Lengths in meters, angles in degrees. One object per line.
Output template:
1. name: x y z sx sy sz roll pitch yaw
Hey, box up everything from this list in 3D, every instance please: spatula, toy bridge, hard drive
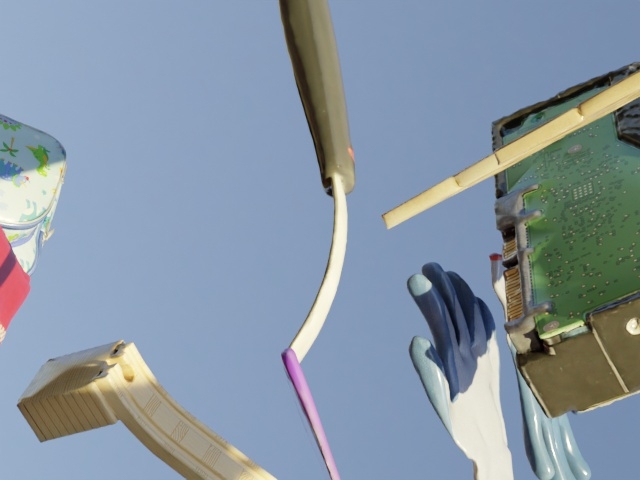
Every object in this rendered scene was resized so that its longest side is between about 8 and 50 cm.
1. spatula: 0.000 0.000 0.766 0.084 0.030 0.296 77 9 -62
2. toy bridge: -0.020 0.112 0.600 0.063 0.026 0.188 -17 -68 29
3. hard drive: 0.259 -0.047 1.048 0.064 0.339 0.237 60 17 -29

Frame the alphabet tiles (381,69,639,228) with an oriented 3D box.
1. alphabet tiles: 0.141 -0.069 0.792 0.237 0.198 0.009 -30 -91 32

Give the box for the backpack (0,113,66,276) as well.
1. backpack: -0.204 -0.019 1.136 0.084 0.105 0.114 -46 -150 49

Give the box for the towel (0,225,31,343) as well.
1. towel: -0.210 0.099 0.862 0.199 0.031 0.274 88 26 -71

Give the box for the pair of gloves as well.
1. pair of gloves: 0.106 0.084 1.133 0.023 0.198 0.159 -15 -92 28
